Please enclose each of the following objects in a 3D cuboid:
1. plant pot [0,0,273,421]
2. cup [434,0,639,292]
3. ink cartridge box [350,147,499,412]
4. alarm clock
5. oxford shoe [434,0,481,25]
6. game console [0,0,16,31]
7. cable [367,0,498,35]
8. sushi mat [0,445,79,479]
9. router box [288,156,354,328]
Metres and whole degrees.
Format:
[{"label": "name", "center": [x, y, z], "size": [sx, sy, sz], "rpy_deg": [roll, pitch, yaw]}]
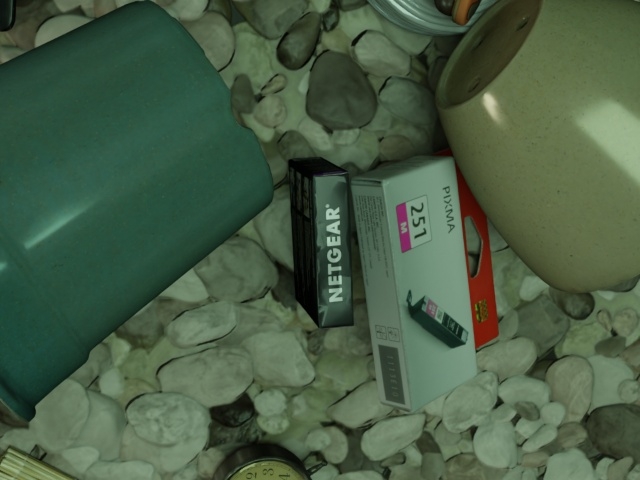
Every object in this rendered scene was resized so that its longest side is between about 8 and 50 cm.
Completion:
[{"label": "plant pot", "center": [-0.250, -0.051, 1.037], "size": [0.334, 0.341, 0.341], "rpy_deg": [-34, 108, -13]}, {"label": "cup", "center": [0.268, -0.144, 1.126], "size": [0.237, 0.331, 0.331], "rpy_deg": [35, 92, -19]}, {"label": "ink cartridge box", "center": [0.150, 0.033, 1.222], "size": [0.239, 0.060, 0.275], "rpy_deg": [-21, 109, -40]}, {"label": "alarm clock", "center": [-0.092, 0.317, 1.277], "size": [0.192, 0.064, 0.129], "rpy_deg": [5, 101, -18]}, {"label": "oxford shoe", "center": [0.136, -0.411, 1.075], "size": [0.133, 0.130, 0.363], "rpy_deg": [9, 109, 16]}, {"label": "game console", "center": [-0.364, -0.262, 0.955], "size": [0.144, 0.085, 0.124], "rpy_deg": [7, 100, 4]}, {"label": "cable", "center": [0.153, -0.363, 1.179], "size": [0.257, 0.089, 0.257], "rpy_deg": [19, 97, -17]}, {"label": "sushi mat", "center": [-0.287, 0.383, 1.266], "size": [0.317, 0.019, 0.151], "rpy_deg": [32, 94, -18]}, {"label": "router box", "center": [0.000, 0.000, 1.196], "size": [0.046, 0.133, 0.178], "rpy_deg": [-5, 104, -12]}]
